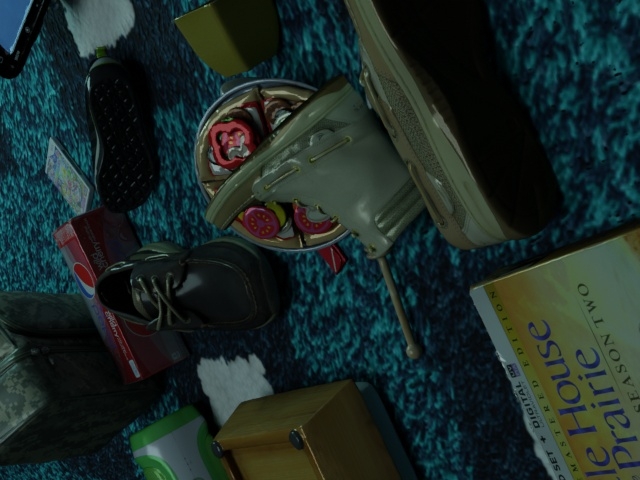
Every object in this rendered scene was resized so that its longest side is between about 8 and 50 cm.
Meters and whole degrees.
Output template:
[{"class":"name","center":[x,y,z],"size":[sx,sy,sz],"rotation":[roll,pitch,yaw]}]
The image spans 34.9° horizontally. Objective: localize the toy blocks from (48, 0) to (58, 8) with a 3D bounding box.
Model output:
[{"class":"toy blocks","center":[-0.413,-0.392,1.439],"size":[0.148,0.054,0.123],"rotation":[28,129,39]}]

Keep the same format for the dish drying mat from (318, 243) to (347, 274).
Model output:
[{"class":"dish drying mat","center":[0.000,0.000,1.178],"size":[0.083,0.008,0.032],"rotation":[52,144,18]}]

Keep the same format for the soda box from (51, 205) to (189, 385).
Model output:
[{"class":"soda box","center":[-0.302,0.080,1.547],"size":[0.083,0.092,0.263],"rotation":[-24,91,56]}]

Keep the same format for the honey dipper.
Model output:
[{"class":"honey dipper","center":[0.077,0.054,1.095],"size":[0.030,0.030,0.161],"rotation":[-1,113,53]}]

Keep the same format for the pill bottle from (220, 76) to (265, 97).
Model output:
[{"class":"pill bottle","center":[-0.077,-0.098,1.150],"size":[0.087,0.087,0.160],"rotation":[30,132,39]}]

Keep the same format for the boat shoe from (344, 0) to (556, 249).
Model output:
[{"class":"boat shoe","center":[0.080,-0.147,0.886],"size":[0.110,0.121,0.341],"rotation":[-20,95,54]}]

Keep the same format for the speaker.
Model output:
[{"class":"speaker","center":[-0.177,0.405,1.554],"size":[0.131,0.131,0.297],"rotation":[-34,82,55]}]

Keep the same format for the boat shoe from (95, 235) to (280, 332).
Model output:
[{"class":"boat shoe","center":[-0.186,0.076,1.359],"size":[0.355,0.130,0.132],"rotation":[-5,107,54]}]

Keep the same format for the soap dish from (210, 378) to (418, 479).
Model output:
[{"class":"soap dish","center":[-0.006,0.302,1.275],"size":[0.290,0.118,0.229],"rotation":[-24,91,56]}]

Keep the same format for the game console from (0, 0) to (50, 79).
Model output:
[{"class":"game console","center":[-0.380,-0.361,1.357],"size":[0.213,0.044,0.361],"rotation":[49,129,17]}]

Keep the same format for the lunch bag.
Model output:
[{"class":"lunch bag","center":[-0.442,0.195,1.609],"size":[0.212,0.305,0.256],"rotation":[-43,67,21]}]

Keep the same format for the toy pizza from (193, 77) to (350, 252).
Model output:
[{"class":"toy pizza","center":[-0.043,-0.073,1.081],"size":[0.201,0.032,0.201],"rotation":[7,118,13]}]

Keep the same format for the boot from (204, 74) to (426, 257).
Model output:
[{"class":"boot","center":[-0.001,-0.040,1.021],"size":[0.165,0.077,0.213],"rotation":[45,117,-8]}]

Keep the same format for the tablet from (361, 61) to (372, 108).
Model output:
[{"class":"tablet","center":[0.048,-0.161,0.965],"size":[0.006,0.083,0.054],"rotation":[-4,113,12]}]

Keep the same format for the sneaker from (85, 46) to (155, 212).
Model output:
[{"class":"sneaker","center":[-0.280,-0.153,1.413],"size":[0.097,0.084,0.235],"rotation":[-121,28,-53]}]

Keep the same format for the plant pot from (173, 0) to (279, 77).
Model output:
[{"class":"plant pot","center":[-0.093,-0.225,1.104],"size":[0.081,0.081,0.083],"rotation":[-4,117,53]}]

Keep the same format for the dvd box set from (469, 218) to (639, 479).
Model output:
[{"class":"dvd box set","center":[0.324,0.115,0.779],"size":[0.420,0.062,0.308],"rotation":[-26,89,55]}]

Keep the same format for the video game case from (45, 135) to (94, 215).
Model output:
[{"class":"video game case","center":[-0.406,-0.098,1.646],"size":[0.122,0.011,0.087],"rotation":[50,143,21]}]
